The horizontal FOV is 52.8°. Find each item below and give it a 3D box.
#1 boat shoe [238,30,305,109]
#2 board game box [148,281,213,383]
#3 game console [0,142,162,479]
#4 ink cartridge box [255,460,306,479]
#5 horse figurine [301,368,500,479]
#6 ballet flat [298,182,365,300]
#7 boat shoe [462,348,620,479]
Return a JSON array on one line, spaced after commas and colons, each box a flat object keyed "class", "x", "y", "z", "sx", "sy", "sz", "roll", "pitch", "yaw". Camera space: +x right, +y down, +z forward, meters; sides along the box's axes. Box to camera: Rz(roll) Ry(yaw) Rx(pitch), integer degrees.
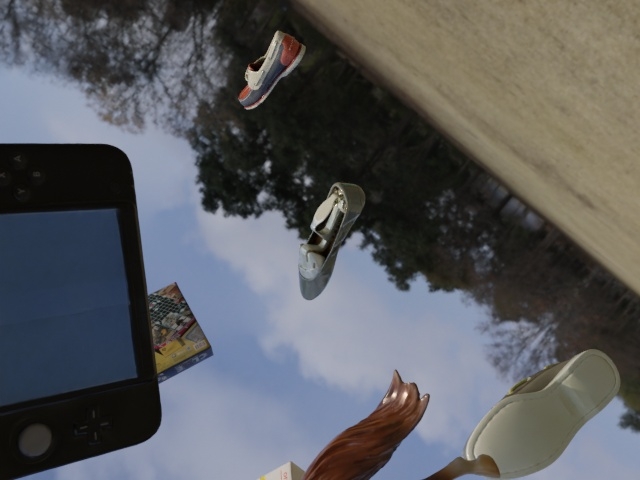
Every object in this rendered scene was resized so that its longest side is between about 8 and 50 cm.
[{"class": "boat shoe", "x": -0.074, "y": -0.223, "z": 0.849, "sx": 0.043, "sy": 0.137, "sz": 0.049, "roll": 26, "pitch": -126, "yaw": -27}, {"class": "board game box", "x": -0.347, "y": 0.200, "z": 1.209, "sx": 0.165, "sy": 0.243, "sz": 0.042, "roll": 55, "pitch": 160, "yaw": 28}, {"class": "game console", "x": -0.114, "y": 0.026, "z": 0.250, "sx": 0.124, "sy": 0.144, "sz": 0.085, "roll": -6, "pitch": 178, "yaw": -36}, {"class": "ink cartridge box", "x": -0.076, "y": 0.475, "z": 1.140, "sx": 0.067, "sy": 0.198, "sz": 0.115, "roll": 48, "pitch": -163, "yaw": -33}, {"class": "horse figurine", "x": 0.048, "y": 0.204, "z": 0.319, "sx": 0.066, "sy": 0.174, "sz": 0.263, "roll": 90, "pitch": 162, "yaw": -55}, {"class": "ballet flat", "x": 0.000, "y": 0.000, "z": 1.052, "sx": 0.068, "sy": 0.213, "sz": 0.072, "roll": 11, "pitch": -159, "yaw": -45}, {"class": "boat shoe", "x": 0.327, "y": 0.269, "z": 0.982, "sx": 0.305, "sy": 0.091, "sz": 0.109, "roll": -25, "pitch": -102, "yaw": -26}]
